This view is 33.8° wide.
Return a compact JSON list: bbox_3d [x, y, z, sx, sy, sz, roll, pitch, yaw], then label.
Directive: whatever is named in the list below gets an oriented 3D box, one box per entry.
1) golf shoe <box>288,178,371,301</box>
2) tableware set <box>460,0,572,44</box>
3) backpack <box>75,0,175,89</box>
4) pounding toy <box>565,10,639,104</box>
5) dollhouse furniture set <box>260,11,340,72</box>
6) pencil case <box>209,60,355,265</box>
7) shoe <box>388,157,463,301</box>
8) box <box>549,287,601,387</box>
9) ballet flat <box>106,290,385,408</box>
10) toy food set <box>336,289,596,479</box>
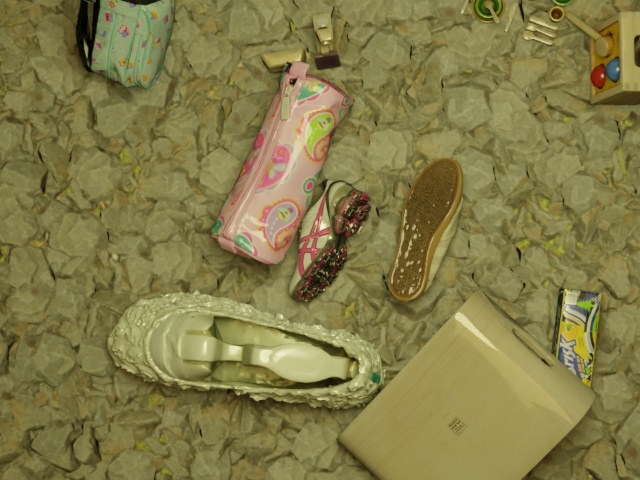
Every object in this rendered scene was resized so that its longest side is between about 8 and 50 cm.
[{"bbox_3d":[0.000,0.000,1.531,0.086,0.067,0.186,32,95,36],"label":"golf shoe"},{"bbox_3d":[0.288,-0.356,1.538,0.154,0.024,0.104,22,89,8],"label":"tableware set"},{"bbox_3d":[-0.271,-0.306,1.502,0.115,0.152,0.182,25,125,9],"label":"backpack"},{"bbox_3d":[0.417,-0.269,1.489,0.100,0.130,0.141,-1,87,-9],"label":"pounding toy"},{"bbox_3d":[-0.035,-0.301,1.537,0.114,0.091,0.081,-8,72,6],"label":"dollhouse furniture set"},{"bbox_3d":[-0.056,-0.107,1.501,0.124,0.124,0.284,24,91,4],"label":"pencil case"},{"bbox_3d":[0.153,-0.013,1.524,0.077,0.058,0.219,18,84,24],"label":"shoe"},{"bbox_3d":[0.359,0.154,1.498,0.054,0.059,0.168,8,88,5],"label":"box"},{"bbox_3d":[-0.110,0.152,1.489,0.409,0.147,0.146,7,88,4],"label":"ballet flat"},{"bbox_3d":[0.199,0.252,1.481,0.220,0.092,0.306,43,103,8],"label":"toy food set"}]
